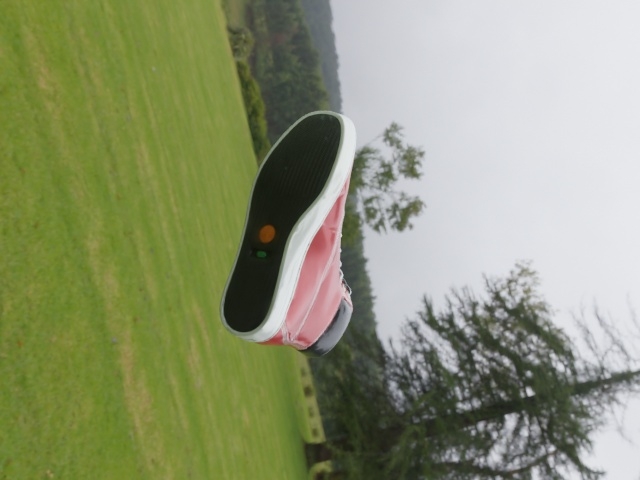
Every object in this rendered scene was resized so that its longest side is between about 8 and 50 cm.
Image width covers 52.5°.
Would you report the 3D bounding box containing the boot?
[{"bbox_3d":[0.000,0.000,0.691,0.176,0.089,0.244,30,79,-56],"label":"boot"}]
